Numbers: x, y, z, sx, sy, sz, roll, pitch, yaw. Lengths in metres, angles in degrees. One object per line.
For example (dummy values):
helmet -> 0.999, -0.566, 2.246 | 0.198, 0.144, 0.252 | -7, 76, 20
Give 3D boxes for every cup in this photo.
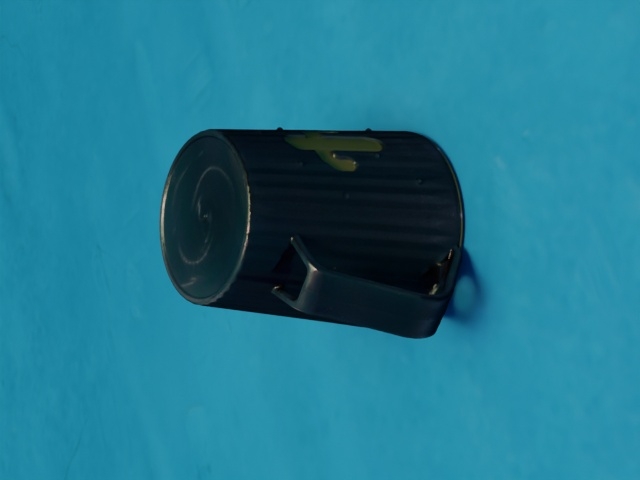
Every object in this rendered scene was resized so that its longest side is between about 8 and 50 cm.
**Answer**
cup -> 0.000, 0.000, 1.036 | 0.176, 0.155, 0.131 | 46, 124, 48
